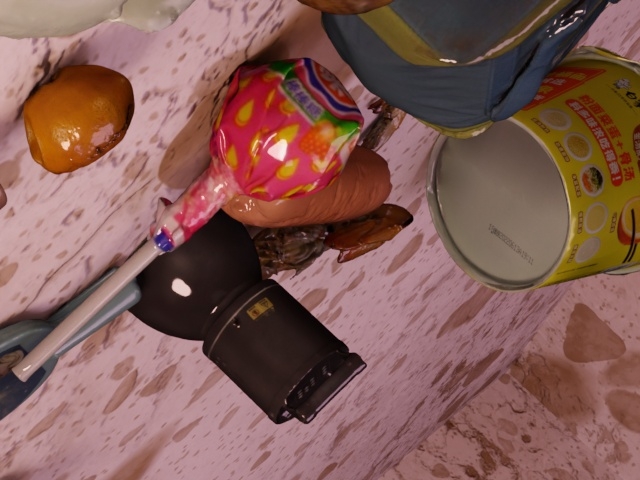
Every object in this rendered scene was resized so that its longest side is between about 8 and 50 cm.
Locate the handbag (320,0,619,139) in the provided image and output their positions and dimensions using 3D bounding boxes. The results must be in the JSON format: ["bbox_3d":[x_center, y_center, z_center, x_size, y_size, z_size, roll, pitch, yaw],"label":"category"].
[{"bbox_3d":[0.121,-0.223,1.081,0.263,0.222,0.241,-48,169,-2],"label":"handbag"}]

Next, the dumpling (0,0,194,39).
[{"bbox_3d":[-0.148,-0.175,0.687,0.219,0.108,0.152,14,94,-32],"label":"dumpling"}]

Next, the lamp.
[{"bbox_3d":[-0.063,0.085,1.342,0.147,0.227,0.172,-43,164,-14],"label":"lamp"}]

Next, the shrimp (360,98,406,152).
[{"bbox_3d":[0.059,-0.122,1.531,0.114,0.023,0.083,-53,161,1],"label":"shrimp"}]

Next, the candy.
[{"bbox_3d":[-0.118,-0.010,1.195,0.365,0.124,0.124,-44,164,0],"label":"candy"}]

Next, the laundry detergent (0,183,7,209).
[{"bbox_3d":[-0.304,0.050,0.922,0.237,0.076,0.171,-42,165,-24],"label":"laundry detergent"}]

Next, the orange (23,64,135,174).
[{"bbox_3d":[-0.163,-0.087,0.962,0.086,0.062,0.086,-27,-156,13],"label":"orange"}]

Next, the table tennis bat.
[{"bbox_3d":[-0.256,0.102,1.246,0.237,0.038,0.149,-37,160,-21],"label":"table tennis bat"}]

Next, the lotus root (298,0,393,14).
[{"bbox_3d":[-0.016,-0.246,0.755,0.170,0.260,0.074,-18,171,13],"label":"lotus root"}]

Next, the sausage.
[{"bbox_3d":[-0.011,-0.056,1.394,0.086,0.086,0.289,-52,164,19],"label":"sausage"}]

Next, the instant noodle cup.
[{"bbox_3d":[0.291,-0.077,1.806,0.221,0.311,0.311,-19,150,-41],"label":"instant noodle cup"}]

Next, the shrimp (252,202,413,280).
[{"bbox_3d":[0.000,0.000,1.516,0.150,0.068,0.249,-7,-169,43],"label":"shrimp"}]
